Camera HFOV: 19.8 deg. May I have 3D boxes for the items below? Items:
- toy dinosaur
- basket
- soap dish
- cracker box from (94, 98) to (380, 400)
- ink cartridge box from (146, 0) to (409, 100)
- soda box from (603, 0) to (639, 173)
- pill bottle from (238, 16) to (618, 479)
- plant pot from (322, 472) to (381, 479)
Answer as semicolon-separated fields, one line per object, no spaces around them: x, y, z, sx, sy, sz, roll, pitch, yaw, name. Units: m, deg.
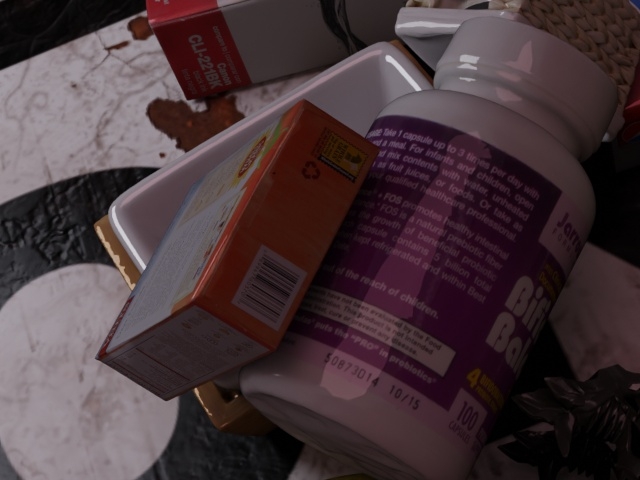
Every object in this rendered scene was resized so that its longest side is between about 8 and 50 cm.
0.210;0.209;1.237;0.322;0.164;0.218;-8;66;-26;toy dinosaur
0.155;-0.157;1.367;0.113;0.167;0.103;7;68;42;basket
0.000;0.000;1.422;0.291;0.118;0.229;-32;55;-6;soap dish
-0.060;0.013;1.228;0.067;0.232;0.155;33;68;-13;cracker box
-0.012;-0.258;1.595;0.273;0.114;0.197;-14;54;7;ink cartridge box
0.236;-0.188;1.500;0.092;0.083;0.263;-20;55;3;soda box
0.083;0.007;1.236;0.169;0.169;0.301;21;75;26;pill bottle
0.030;0.216;1.280;0.134;0.134;0.095;30;46;30;plant pot
